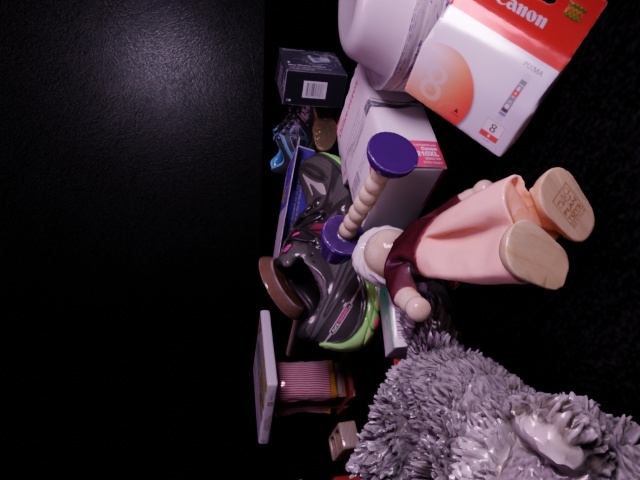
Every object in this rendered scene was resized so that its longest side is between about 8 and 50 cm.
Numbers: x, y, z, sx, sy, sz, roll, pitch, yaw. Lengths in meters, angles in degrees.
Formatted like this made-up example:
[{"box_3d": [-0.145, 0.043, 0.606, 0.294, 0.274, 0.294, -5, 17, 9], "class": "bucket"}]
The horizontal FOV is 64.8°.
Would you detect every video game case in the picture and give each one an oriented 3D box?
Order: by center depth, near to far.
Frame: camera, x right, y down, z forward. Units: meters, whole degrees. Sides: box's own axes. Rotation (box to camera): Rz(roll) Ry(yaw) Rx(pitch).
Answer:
[{"box_3d": [-0.131, 0.315, 1.180, 0.227, 0.026, 0.206, -105, 21, -54], "class": "video game case"}]

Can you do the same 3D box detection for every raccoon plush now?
[{"box_3d": [0.157, 0.133, 0.510, 0.447, 0.216, 0.299, -103, 26, -42], "class": "raccoon plush"}]

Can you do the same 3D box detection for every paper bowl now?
[{"box_3d": [0.112, -0.361, 0.722, 0.284, 0.148, 0.284, -179, 90, -81], "class": "paper bowl"}]

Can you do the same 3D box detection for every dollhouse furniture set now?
[{"box_3d": [-0.012, 0.457, 1.168, 0.152, 0.201, 0.374, 107, 158, -51], "class": "dollhouse furniture set"}]

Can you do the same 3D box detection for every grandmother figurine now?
[{"box_3d": [0.144, 0.003, 0.608, 0.104, 0.208, 0.342, 52, 155, -9], "class": "grandmother figurine"}]

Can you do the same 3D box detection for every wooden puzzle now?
[{"box_3d": [-0.036, 0.122, 1.466, 0.322, 0.080, 0.348, 105, 170, -54], "class": "wooden puzzle"}]

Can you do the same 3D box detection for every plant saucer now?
[{"box_3d": [-0.080, 0.103, 1.163, 0.168, 0.029, 0.168, 54, -167, -18], "class": "plant saucer"}]

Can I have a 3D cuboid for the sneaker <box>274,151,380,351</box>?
[{"box_3d": [0.000, 0.000, 1.101, 0.185, 0.202, 0.483, 112, 154, -56], "class": "sneaker"}]

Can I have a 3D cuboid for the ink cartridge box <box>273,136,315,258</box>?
[{"box_3d": [-0.071, -0.083, 1.356, 0.307, 0.072, 0.304, 150, 130, -78], "class": "ink cartridge box"}]

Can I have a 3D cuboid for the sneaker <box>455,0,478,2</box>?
[{"box_3d": [0.202, -0.302, 0.552, 0.258, 0.094, 0.091, 95, -161, -45], "class": "sneaker"}]

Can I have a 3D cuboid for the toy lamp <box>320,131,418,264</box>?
[{"box_3d": [0.057, -0.047, 0.762, 0.275, 0.080, 0.080, 115, 152, -55], "class": "toy lamp"}]

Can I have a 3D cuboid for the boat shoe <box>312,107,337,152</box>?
[{"box_3d": [0.009, -0.298, 1.359, 0.060, 0.064, 0.178, 101, 169, -55], "class": "boat shoe"}]

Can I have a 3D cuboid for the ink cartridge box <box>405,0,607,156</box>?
[{"box_3d": [0.182, -0.197, 0.535, 0.145, 0.045, 0.179, 41, 149, 17], "class": "ink cartridge box"}]

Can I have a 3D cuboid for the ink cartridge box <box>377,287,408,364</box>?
[{"box_3d": [0.118, 0.116, 0.879, 0.225, 0.056, 0.181, 105, 161, -67], "class": "ink cartridge box"}]

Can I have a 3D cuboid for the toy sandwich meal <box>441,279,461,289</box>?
[{"box_3d": [0.180, 0.031, 0.731, 0.085, 0.029, 0.086, 180, 90, -76], "class": "toy sandwich meal"}]

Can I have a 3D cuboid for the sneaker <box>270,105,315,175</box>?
[{"box_3d": [-0.068, -0.333, 1.502, 0.125, 0.139, 0.341, -106, 22, -53], "class": "sneaker"}]

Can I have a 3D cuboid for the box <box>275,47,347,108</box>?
[{"box_3d": [-0.028, -0.419, 1.298, 0.158, 0.155, 0.093, -107, 22, -49], "class": "box"}]

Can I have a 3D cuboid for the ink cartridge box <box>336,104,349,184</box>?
[{"box_3d": [0.081, -0.205, 1.056, 0.109, 0.063, 0.151, 120, 146, -65], "class": "ink cartridge box"}]

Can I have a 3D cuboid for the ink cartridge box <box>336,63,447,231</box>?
[{"box_3d": [0.110, -0.158, 0.864, 0.172, 0.100, 0.237, 110, 155, -54], "class": "ink cartridge box"}]
